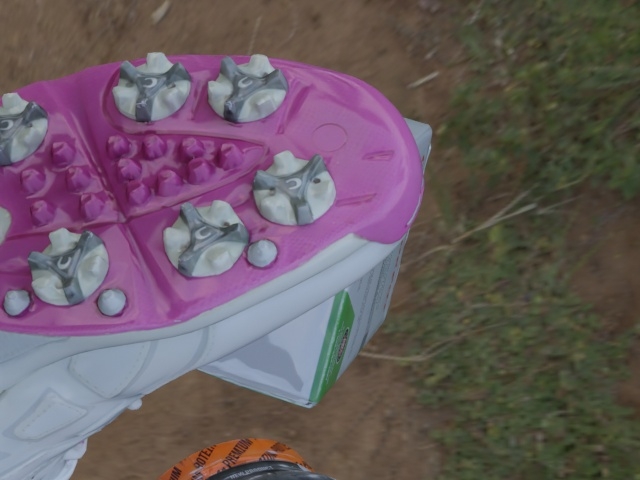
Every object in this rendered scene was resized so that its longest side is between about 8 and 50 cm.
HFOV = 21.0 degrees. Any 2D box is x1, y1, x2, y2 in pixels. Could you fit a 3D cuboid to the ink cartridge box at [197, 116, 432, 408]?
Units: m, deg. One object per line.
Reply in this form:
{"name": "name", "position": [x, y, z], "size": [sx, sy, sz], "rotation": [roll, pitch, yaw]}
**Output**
{"name": "ink cartridge box", "position": [0.000, 0.000, 1.119], "size": [0.087, 0.208, 0.153], "rotation": [17, 104, 10]}

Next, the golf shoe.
{"name": "golf shoe", "position": [-0.105, 0.030, 0.606], "size": [0.306, 0.140, 0.115], "rotation": [-18, 54, 7]}

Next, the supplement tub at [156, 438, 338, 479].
{"name": "supplement tub", "position": [-0.005, 0.304, 1.208], "size": [0.207, 0.338, 0.207], "rotation": [-16, 131, -20]}
